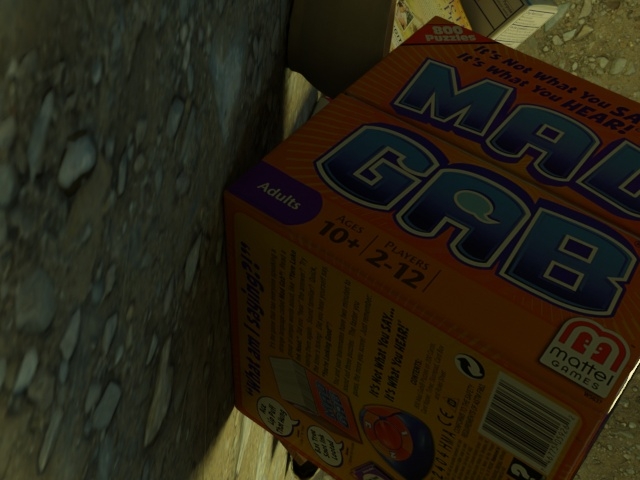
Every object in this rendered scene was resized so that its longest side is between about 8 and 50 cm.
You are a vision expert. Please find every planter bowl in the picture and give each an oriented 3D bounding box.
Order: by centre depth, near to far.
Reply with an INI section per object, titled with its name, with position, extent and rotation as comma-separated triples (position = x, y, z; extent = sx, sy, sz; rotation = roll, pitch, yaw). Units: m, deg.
[planter bowl]
position = 0.024, -0.229, 0.948
extent = 0.162, 0.109, 0.162
rotation = 9, 90, -84

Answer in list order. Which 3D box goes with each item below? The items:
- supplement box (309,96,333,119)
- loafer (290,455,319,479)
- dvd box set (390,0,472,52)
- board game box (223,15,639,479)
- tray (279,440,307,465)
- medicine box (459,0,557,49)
[supplement box]
position = 0.029, -0.110, 1.217
extent = 0.220, 0.111, 0.114
rotation = -73, 170, -60
[loafer]
position = -0.011, 0.402, 1.768
extent = 0.092, 0.101, 0.269
rotation = -84, 180, -54
[dvd box set]
position = 0.187, -0.291, 1.491
extent = 0.308, 0.062, 0.420
rotation = 63, 35, -15
[board game box]
position = 0.152, 0.056, 0.881
extent = 0.356, 0.356, 0.357
rotation = -45, 154, -34
[tray]
position = 0.096, 0.257, 1.614
extent = 0.203, 0.076, 0.411
rotation = -46, 171, 30
[medicine box]
position = 0.282, -0.480, 1.743
extent = 0.289, 0.263, 0.149
rotation = -39, 164, 36
